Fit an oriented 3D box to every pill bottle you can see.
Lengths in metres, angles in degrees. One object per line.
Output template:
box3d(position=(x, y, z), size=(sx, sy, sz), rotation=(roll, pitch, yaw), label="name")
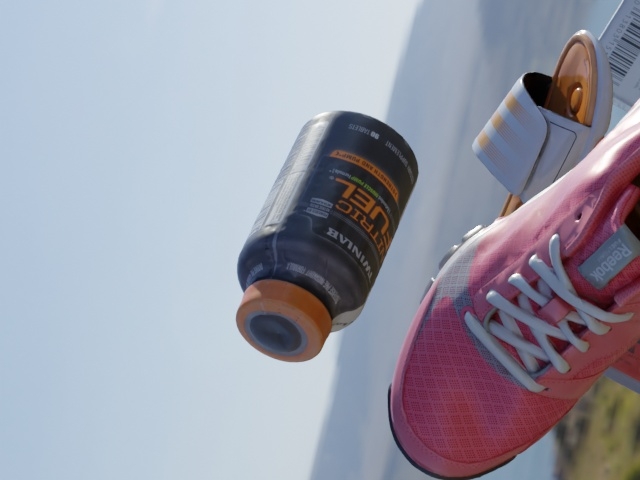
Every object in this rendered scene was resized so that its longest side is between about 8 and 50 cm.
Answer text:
box3d(position=(0.000, 0.000, 1.696), size=(0.130, 0.130, 0.246), rotation=(99, -168, -50), label="pill bottle")

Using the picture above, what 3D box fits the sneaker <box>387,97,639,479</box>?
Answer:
box3d(position=(0.142, 0.010, 0.961), size=(0.314, 0.116, 0.136), rotation=(-48, -5, 13), label="sneaker")

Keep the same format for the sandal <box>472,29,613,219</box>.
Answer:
box3d(position=(0.157, -0.046, 1.426), size=(0.102, 0.076, 0.265), rotation=(-119, 46, -63), label="sandal")

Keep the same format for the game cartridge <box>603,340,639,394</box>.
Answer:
box3d(position=(0.315, 0.053, 1.646), size=(0.196, 0.294, 0.060), rotation=(-50, 21, 34), label="game cartridge")

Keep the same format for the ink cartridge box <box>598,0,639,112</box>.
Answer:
box3d(position=(0.428, -0.217, 1.759), size=(0.275, 0.239, 0.060), rotation=(-58, -9, 1), label="ink cartridge box")
